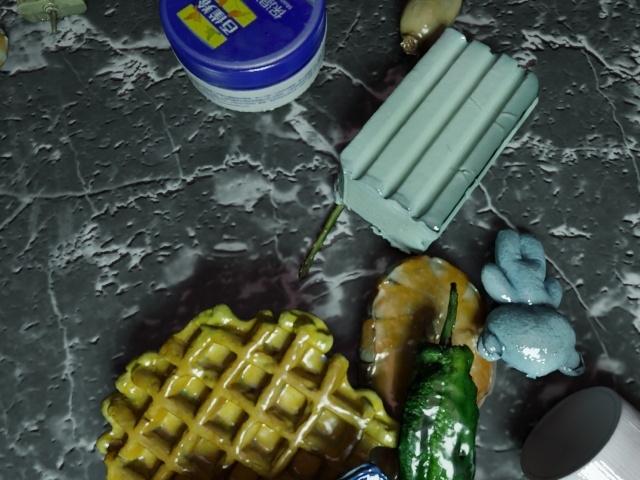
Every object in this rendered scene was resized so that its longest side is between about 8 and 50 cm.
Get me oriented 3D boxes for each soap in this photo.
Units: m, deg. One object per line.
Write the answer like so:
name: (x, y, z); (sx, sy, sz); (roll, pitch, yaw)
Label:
soap: (0.141, -0.122, 0.527); (0.150, 0.094, 0.261); (36, 75, 14)

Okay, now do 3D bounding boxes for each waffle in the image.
waffle: (-0.081, 0.213, 0.420); (0.301, 0.058, 0.281); (-35, 84, 6)

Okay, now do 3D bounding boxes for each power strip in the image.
power strip: (-0.413, -0.421, 0.641); (0.092, 0.034, 0.267); (-14, 75, -4)

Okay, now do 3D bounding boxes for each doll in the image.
doll: (0.229, 0.071, 0.491); (0.120, 0.075, 0.179); (12, 48, -3)

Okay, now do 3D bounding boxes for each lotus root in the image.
lotus root: (0.154, -0.319, 0.599); (0.073, 0.062, 0.150); (29, 75, 8)

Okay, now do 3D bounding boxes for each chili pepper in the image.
chili pepper: (0.126, 0.186, 0.403); (0.122, 0.065, 0.278); (-7, 93, -45)

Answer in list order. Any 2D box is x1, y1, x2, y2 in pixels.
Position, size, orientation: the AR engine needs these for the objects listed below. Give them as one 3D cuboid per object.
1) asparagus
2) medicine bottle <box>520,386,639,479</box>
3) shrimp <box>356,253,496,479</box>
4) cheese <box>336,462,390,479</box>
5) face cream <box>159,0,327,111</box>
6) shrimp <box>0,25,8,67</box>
asparagus: (0.000, 0.000, 0.532); (0.014, 0.015, 0.114); (27, 75, 5)
medicine bottle: (0.332, 0.272, 0.395); (0.133, 0.133, 0.249); (-43, 80, -11)
shrimp: (0.116, 0.170, 0.465); (0.165, 0.062, 0.316); (11, 76, -5)
cheese: (-0.044, 0.286, 0.351); (0.271, 0.069, 0.176); (-35, 87, 3)
face cream: (-0.094, -0.280, 0.563); (0.206, 0.111, 0.205); (0, 75, 1)
shrimp: (-0.565, -0.301, 0.596); (0.255, 0.059, 0.145); (25, 73, 6)
